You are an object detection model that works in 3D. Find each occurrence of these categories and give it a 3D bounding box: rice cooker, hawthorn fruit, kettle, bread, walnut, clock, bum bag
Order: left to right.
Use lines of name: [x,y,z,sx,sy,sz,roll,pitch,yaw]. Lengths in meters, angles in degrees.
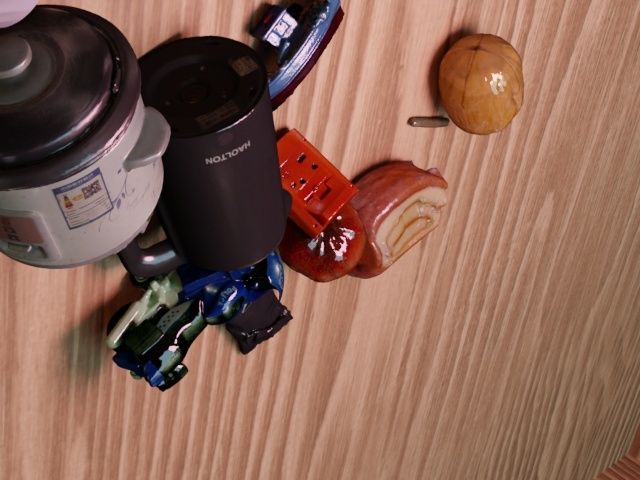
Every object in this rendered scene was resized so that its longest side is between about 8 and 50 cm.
rice cooker: [-0.322,-0.124,1.368,0.316,0.317,0.264,65,39,-52]
kettle: [-0.170,-0.091,1.654,0.262,0.203,0.308,-53,152,-31]
bum bag: [-0.115,0.120,2.028,0.123,0.060,0.248,-49,146,-13]
clock: [-0.025,-0.096,1.885,0.113,0.155,0.061,-49,-175,-19]
hawthorn fruit: [0.000,0.000,2.005,0.157,0.157,0.194,-48,166,-13]
bread: [0.128,-0.053,2.139,0.244,0.123,0.190,-43,143,-22]
walnut: [0.293,-0.286,2.125,0.165,0.165,0.197,-49,146,-11]

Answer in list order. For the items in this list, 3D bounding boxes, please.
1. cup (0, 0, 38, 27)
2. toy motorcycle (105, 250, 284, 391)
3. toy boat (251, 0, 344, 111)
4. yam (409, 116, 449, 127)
cup: [-0.454,-0.306,1.086,0.372,0.253,0.253,-10,125,-52]
toy motorcycle: [-0.181,0.083,1.793,0.331,0.196,0.125,-47,146,-17]
toy boat: [-0.055,-0.293,1.737,0.097,0.100,0.223,36,87,-32]
yam: [0.204,-0.221,2.185,0.116,0.021,0.021,-8,123,-50]
